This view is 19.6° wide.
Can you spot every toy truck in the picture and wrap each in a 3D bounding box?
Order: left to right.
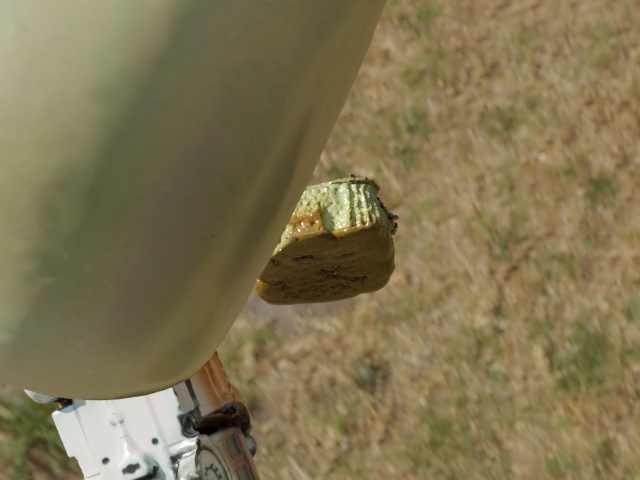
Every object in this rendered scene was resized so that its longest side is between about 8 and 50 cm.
[{"bbox_3d":[-0.130,0.091,1.255,0.114,0.135,0.270,-23,88,19],"label":"toy truck"}]

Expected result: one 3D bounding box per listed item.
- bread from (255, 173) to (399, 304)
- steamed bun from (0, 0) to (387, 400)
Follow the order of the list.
[{"bbox_3d":[0.000,0.000,1.671,0.140,0.128,0.069,-8,58,9],"label":"bread"},{"bbox_3d":[-0.189,-0.165,0.998,0.456,0.290,0.371,48,125,33],"label":"steamed bun"}]
